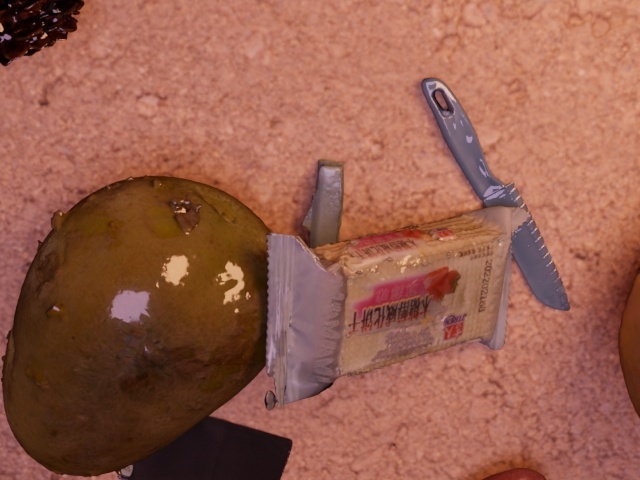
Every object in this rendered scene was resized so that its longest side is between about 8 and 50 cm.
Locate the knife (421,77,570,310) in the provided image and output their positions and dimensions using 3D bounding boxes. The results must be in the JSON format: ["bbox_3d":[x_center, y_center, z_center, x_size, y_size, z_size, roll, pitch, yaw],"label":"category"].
[{"bbox_3d":[0.196,-0.046,1.152,0.044,0.019,0.313,-29,106,8],"label":"knife"}]

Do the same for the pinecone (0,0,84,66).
[{"bbox_3d":[-0.310,-0.244,1.046,0.140,0.140,0.120,-10,122,6],"label":"pinecone"}]

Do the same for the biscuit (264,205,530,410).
[{"bbox_3d":[0.077,0.062,1.096,0.309,0.079,0.186,-10,115,-33],"label":"biscuit"}]

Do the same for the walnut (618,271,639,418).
[{"bbox_3d":[0.507,0.119,1.009,0.384,0.383,0.383,1,108,2],"label":"walnut"}]

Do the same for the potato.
[{"bbox_3d":[-0.205,0.096,1.103,0.270,0.219,0.359,34,109,-31],"label":"potato"}]

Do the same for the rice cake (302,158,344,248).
[{"bbox_3d":[0.000,0.000,1.165,0.042,0.030,0.180,7,107,4],"label":"rice cake"}]

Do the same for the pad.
[{"bbox_3d":[-0.139,0.264,1.267,0.193,0.004,0.116,16,108,-3],"label":"pad"}]

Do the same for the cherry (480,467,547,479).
[{"bbox_3d":[0.225,0.312,1.226,0.126,0.087,0.106,13,116,18],"label":"cherry"}]
